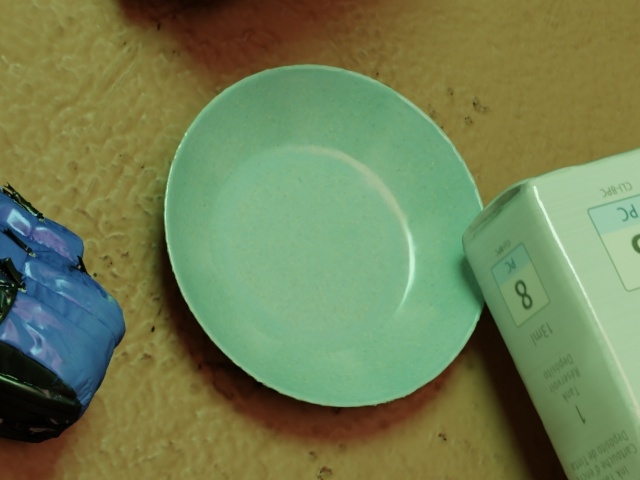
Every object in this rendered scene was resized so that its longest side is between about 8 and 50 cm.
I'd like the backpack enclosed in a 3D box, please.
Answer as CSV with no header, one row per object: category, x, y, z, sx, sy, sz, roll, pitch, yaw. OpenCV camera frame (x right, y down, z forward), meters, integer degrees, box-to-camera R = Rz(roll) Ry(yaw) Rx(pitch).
backpack,-0.156,0.035,0.950,0.120,0.098,0.101,34,59,-10

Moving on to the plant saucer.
plant saucer,0.000,0.000,1.066,0.195,0.037,0.195,8,70,-23

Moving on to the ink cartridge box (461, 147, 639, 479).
ink cartridge box,0.290,0.116,1.075,0.308,0.091,0.385,-15,72,-32
